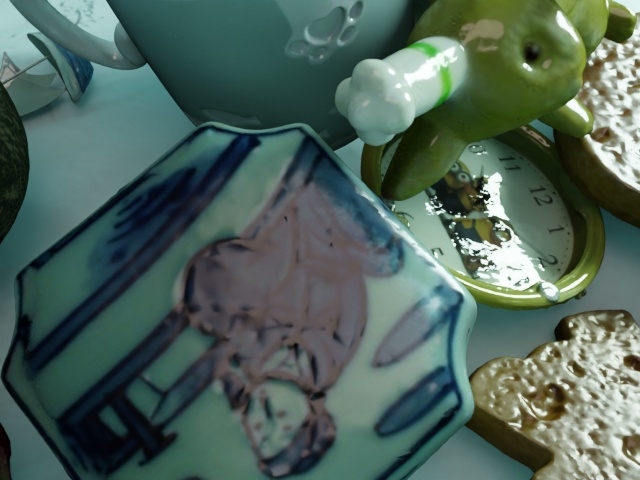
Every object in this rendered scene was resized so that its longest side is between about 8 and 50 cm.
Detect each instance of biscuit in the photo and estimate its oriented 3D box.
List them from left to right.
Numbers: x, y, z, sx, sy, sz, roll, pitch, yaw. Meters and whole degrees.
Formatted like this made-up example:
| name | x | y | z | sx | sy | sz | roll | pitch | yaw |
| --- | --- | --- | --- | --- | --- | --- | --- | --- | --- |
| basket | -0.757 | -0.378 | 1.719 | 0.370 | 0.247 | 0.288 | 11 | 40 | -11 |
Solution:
| name | x | y | z | sx | sy | sz | roll | pitch | yaw |
| --- | --- | --- | --- | --- | --- | --- | --- | --- | --- |
| biscuit | 0.247 | 0.171 | 0.539 | 0.278 | 0.043 | 0.301 | -2 | 41 | -3 |
| biscuit | 0.413 | -0.078 | 0.695 | 0.395 | 0.070 | 0.350 | 19 | 57 | 8 |

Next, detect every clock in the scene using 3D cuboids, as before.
| name | x | y | z | sx | sy | sz | roll | pitch | yaw |
| --- | --- | --- | --- | --- | --- | --- | --- | --- | --- |
| clock | 0.141 | -0.030 | 0.668 | 0.237 | 0.057 | 0.237 | 9 | 52 | -12 |

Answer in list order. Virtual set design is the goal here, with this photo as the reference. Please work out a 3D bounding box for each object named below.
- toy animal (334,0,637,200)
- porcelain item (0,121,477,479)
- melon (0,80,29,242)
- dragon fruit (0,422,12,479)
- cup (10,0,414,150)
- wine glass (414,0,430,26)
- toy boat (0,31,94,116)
| name | x | y | z | sx | sy | sz | roll | pitch | yaw |
| --- | --- | --- | --- | --- | --- | --- | --- | --- | --- |
| toy animal | 0.154 | -0.155 | 0.593 | 0.180 | 0.181 | 0.363 | 11 | 52 | 20 |
| porcelain item | -0.053 | 0.077 | 0.529 | 0.281 | 0.157 | 0.286 | -40 | 75 | -4 |
| melon | -0.399 | -0.082 | 0.598 | 0.329 | 0.248 | 0.248 | 18 | 63 | 12 |
| dragon fruit | -0.363 | 0.157 | 0.437 | 0.329 | 0.329 | 0.329 | 0 | 62 | -1 |
| cup | -0.095 | -0.219 | 0.653 | 0.357 | 0.274 | 0.259 | -5 | 64 | 11 |
| wine glass | 0.066 | -0.314 | 0.813 | 0.093 | 0.093 | 0.202 | -21 | 64 | -12 |
| toy boat | -0.298 | -0.158 | 0.755 | 0.105 | 0.034 | 0.149 | 28 | 64 | 15 |
